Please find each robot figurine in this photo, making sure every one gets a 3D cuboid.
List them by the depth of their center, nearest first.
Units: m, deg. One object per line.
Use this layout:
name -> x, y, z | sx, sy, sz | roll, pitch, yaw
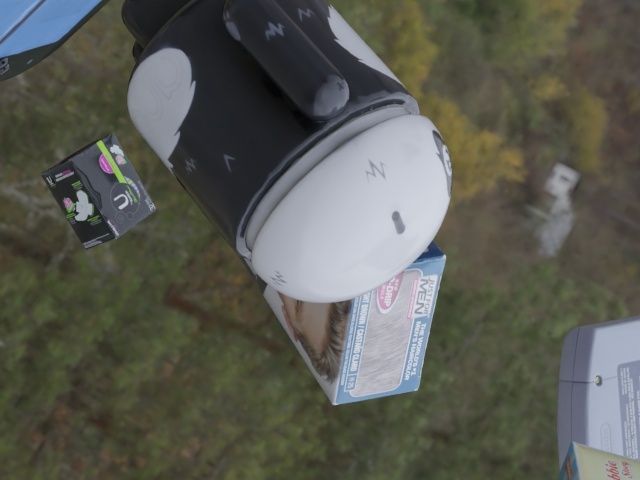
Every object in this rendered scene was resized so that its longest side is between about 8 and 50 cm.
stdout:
robot figurine -> -0.026, -0.086, 0.987 | 0.173, 0.278, 0.209 | -48, 160, 24

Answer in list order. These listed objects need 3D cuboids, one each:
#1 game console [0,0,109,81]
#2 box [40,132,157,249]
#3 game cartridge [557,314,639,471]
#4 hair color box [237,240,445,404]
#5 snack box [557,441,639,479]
game console -> -0.307, -0.264, 1.451 | 0.386, 0.060, 0.342 | -35, -176, 32
box -> -0.203, -0.045, 1.244 | 0.052, 0.083, 0.062 | -17, -163, 43
game cartridge -> 0.366, 0.241, 1.621 | 0.198, 0.062, 0.297 | -5, 92, -35
hair color box -> 0.000, 0.000, 1.477 | 0.105, 0.347, 0.174 | -8, 126, -24
snack box -> 0.294, 0.275, 1.091 | 0.322, 0.187, 0.060 | -69, 174, -72
